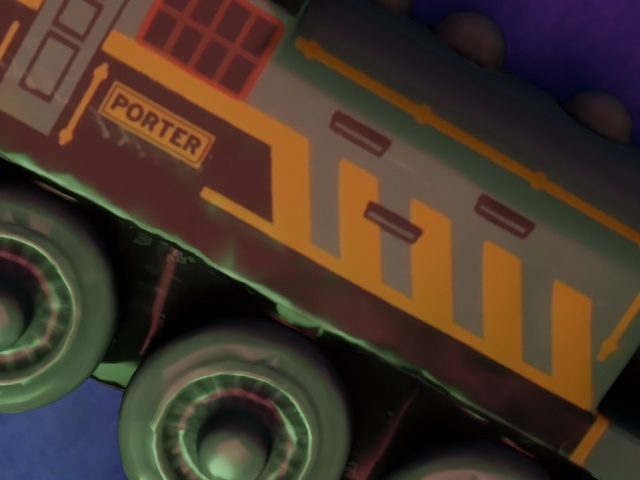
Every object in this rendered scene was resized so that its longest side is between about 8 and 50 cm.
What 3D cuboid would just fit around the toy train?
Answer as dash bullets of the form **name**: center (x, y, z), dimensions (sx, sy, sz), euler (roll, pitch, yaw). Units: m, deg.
- **toy train**: center (0.000, 0.000, 0.557), dimensions (0.334, 0.142, 0.190), euler (29, 106, -8)
